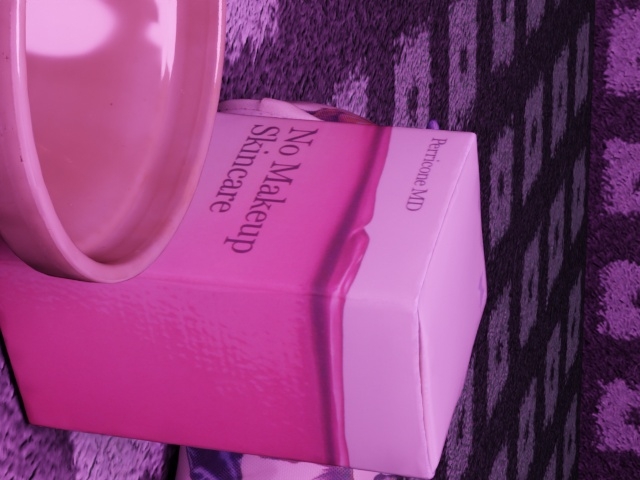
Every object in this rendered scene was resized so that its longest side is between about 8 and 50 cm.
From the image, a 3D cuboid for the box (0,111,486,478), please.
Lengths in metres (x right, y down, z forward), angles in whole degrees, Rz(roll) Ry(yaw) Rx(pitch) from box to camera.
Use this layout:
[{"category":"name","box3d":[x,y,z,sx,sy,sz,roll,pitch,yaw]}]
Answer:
[{"category":"box","box3d":[-0.038,0.022,0.883,0.148,0.232,0.127,-67,157,-48]}]

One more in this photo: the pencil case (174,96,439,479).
[{"category":"pencil case","box3d":[-0.011,0.112,1.136,0.183,0.160,0.410,9,86,-59]}]

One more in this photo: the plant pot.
[{"category":"plant pot","box3d":[-0.132,-0.103,0.752,0.237,0.110,0.237,5,90,-73]}]
